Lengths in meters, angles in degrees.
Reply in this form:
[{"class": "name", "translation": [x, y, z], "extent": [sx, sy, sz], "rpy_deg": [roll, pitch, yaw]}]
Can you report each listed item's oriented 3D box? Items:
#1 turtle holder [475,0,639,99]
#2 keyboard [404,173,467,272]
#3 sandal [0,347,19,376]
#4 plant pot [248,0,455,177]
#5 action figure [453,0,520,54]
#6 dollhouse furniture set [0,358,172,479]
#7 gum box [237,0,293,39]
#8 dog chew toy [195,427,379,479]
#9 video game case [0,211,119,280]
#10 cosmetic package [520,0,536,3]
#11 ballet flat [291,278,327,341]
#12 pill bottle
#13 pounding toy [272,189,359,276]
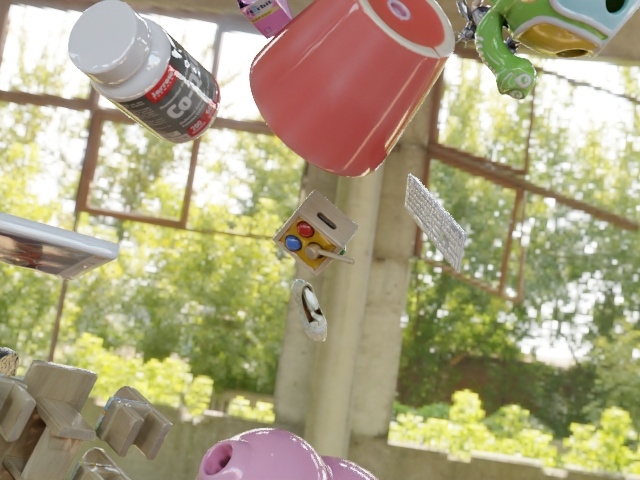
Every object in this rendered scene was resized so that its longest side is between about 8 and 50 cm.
[{"class": "turtle holder", "translation": [0.415, -0.419, 1.661], "extent": [0.227, 0.320, 0.243], "rpy_deg": [40, -26, 3]}, {"class": "keyboard", "translation": [0.196, -0.035, 1.679], "extent": [0.014, 0.072, 0.256], "rpy_deg": [1, 27, -18]}, {"class": "sandal", "translation": [-0.543, 0.355, 1.410], "extent": [0.107, 0.446, 0.167], "rpy_deg": [19, -42, 5]}, {"class": "plant pot", "translation": [0.060, -0.278, 1.497], "extent": [0.275, 0.275, 0.243], "rpy_deg": [14, -42, -31]}, {"class": "action figure", "translation": [0.414, -0.509, 2.097], "extent": [0.285, 0.185, 0.099], "rpy_deg": [-28, 14, 25]}, {"class": "dollhouse furniture set", "translation": [-0.311, 0.218, 0.935], "extent": [0.161, 0.242, 0.212], "rpy_deg": [32, 6, 42]}, {"class": "gum box", "translation": [-0.118, -0.468, 1.711], "extent": [0.062, 0.188, 0.107], "rpy_deg": [-26, -26, 15]}, {"class": "dog chew toy", "translation": [0.003, 0.300, 0.896], "extent": [0.206, 0.206, 0.332], "rpy_deg": [-2, -44, 47]}, {"class": "video game case", "translation": [-0.366, 0.004, 1.152], "extent": [0.201, 0.023, 0.183], "rpy_deg": [17, -19, -27]}, {"class": "cosmetic package", "translation": [0.352, -0.410, 1.462], "extent": [0.115, 0.060, 0.041], "rpy_deg": [-15, -10, 41]}, {"class": "ballet flat", "translation": [-0.020, 0.166, 2.188], "extent": [0.057, 0.168, 0.052], "rpy_deg": [-36, 23, -28]}, {"class": "pill bottle", "translation": [-0.308, -0.296, 1.707], "extent": [0.161, 0.161, 0.283], "rpy_deg": [4, -15, 24]}, {"class": "pounding toy", "translation": [0.000, 0.000, 1.777], "extent": [0.141, 0.100, 0.130], "rpy_deg": [40, -43, -2]}]
